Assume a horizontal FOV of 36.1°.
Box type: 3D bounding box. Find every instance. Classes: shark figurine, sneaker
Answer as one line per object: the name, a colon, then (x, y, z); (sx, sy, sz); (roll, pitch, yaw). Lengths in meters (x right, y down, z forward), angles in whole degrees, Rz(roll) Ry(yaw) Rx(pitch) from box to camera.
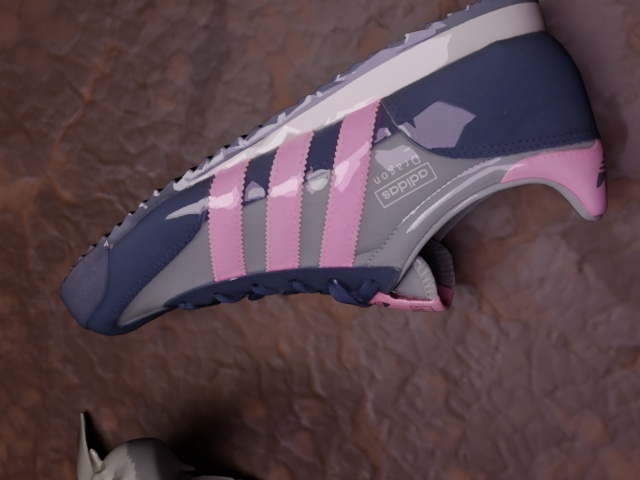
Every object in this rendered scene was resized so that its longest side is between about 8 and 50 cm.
shark figurine: (-0.083, 0.158, 0.580); (0.116, 0.278, 0.166); (2, 62, -20)
sneaker: (0.000, 0.000, 0.531); (0.319, 0.112, 0.131); (-30, 87, 22)
